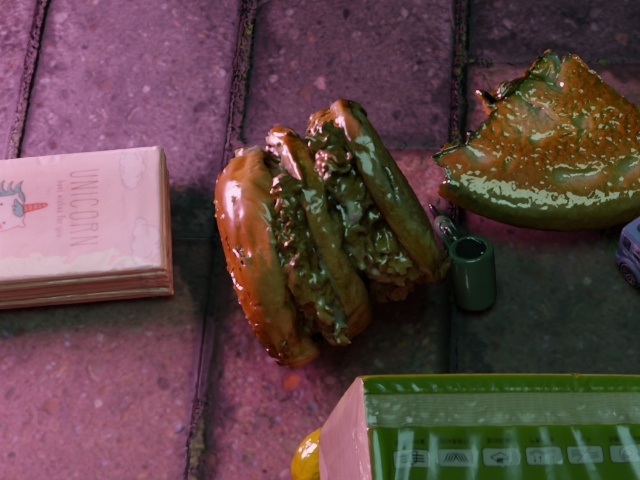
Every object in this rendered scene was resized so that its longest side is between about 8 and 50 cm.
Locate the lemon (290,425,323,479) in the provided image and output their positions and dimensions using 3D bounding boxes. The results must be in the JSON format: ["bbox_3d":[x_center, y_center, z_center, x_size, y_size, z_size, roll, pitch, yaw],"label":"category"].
[{"bbox_3d":[0.024,0.215,1.776,0.111,0.082,0.082,-29,59,-14],"label":"lemon"}]

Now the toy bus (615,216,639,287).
[{"bbox_3d":[0.377,0.045,1.865,0.073,0.076,0.167,-32,59,-16],"label":"toy bus"}]

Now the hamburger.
[{"bbox_3d":[0.006,-0.008,1.825,0.211,0.245,0.260,-24,50,2],"label":"hamburger"}]

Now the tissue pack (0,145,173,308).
[{"bbox_3d":[-0.324,-0.010,1.962,0.325,0.071,0.170,-5,54,2],"label":"tissue pack"}]

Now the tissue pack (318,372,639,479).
[{"bbox_3d":[0.152,0.218,1.647,0.275,0.200,0.167,0,67,-13],"label":"tissue pack"}]

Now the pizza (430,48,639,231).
[{"bbox_3d":[0.260,-0.106,1.972,0.289,0.081,0.228,-5,62,1],"label":"pizza"}]

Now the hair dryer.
[{"bbox_3d":[0.140,0.006,1.928,0.047,0.071,0.150,-17,39,-12],"label":"hair dryer"}]
